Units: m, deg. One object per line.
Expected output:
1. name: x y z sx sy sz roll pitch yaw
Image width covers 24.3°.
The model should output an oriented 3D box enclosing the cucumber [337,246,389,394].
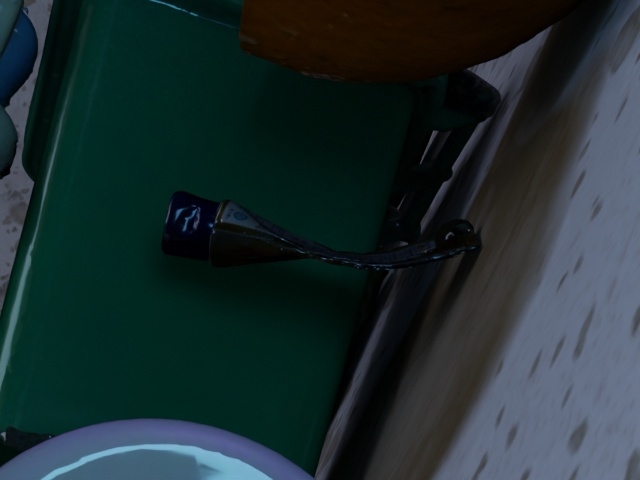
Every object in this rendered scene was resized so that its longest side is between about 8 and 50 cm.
1. cucumber: -0.038 0.100 1.152 0.134 0.134 0.244 119 171 -65

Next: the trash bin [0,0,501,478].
1. trash bin: -0.069 0.031 0.929 0.259 0.295 0.381 118 166 -53

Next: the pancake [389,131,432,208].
1. pancake: 0.003 -0.039 1.325 0.294 0.049 0.294 -39 -32 -30

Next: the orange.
1. orange: 0.052 -0.215 0.718 0.274 0.274 0.310 -66 -32 -34

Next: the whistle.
1. whistle: -0.211 -0.100 0.915 0.114 0.077 0.236 -47 26 51

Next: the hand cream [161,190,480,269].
1. hand cream: 0.000 0.000 0.778 0.062 0.163 0.039 -56 -29 -87

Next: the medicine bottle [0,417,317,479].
1. medicine bottle: -0.075 0.177 0.508 0.254 0.152 0.152 118 176 -54
